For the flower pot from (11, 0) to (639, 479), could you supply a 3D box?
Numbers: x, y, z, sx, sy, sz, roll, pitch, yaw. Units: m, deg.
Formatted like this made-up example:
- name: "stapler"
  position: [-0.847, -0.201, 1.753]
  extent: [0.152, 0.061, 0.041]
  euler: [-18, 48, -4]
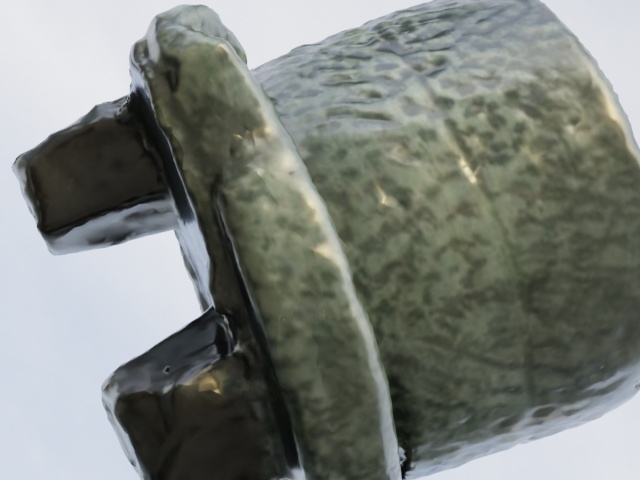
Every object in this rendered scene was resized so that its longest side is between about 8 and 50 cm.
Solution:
- name: "flower pot"
  position: [0.000, 0.000, 0.632]
  extent: [0.283, 0.299, 0.299]
  euler: [-20, -65, -8]
